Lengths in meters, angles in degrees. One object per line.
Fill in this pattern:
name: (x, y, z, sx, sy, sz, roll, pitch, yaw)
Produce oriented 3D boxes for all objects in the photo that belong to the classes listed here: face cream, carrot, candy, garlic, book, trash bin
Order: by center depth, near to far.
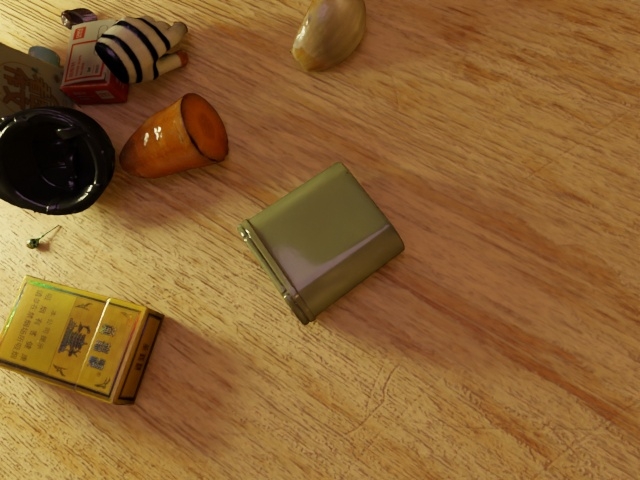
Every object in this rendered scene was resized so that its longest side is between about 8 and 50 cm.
trash bin: (0.000, 0.000, 1.067, 0.247, 0.121, 0.243, -34, 69, -3)
carrot: (-0.332, -0.201, 1.196, 0.224, 0.159, 0.159, -23, 69, 17)
garlic: (0.021, -0.497, 1.222, 0.164, 0.145, 0.245, 6, 69, 46)
book: (-0.695, -0.343, 1.228, 0.020, 0.295, 0.208, -21, 71, 31)
candy: (-0.630, -0.009, 1.252, 0.083, 0.023, 0.025, -35, 61, -11)
face cream: (-0.699, -0.357, 1.342, 0.075, 0.075, 0.230, 3, 74, 12)

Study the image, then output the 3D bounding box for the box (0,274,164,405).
box: (-0.494, 0.200, 1.123, 0.301, 0.084, 0.193, 12, 76, 15)

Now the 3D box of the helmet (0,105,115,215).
helmet: (-0.576, -0.184, 1.207, 0.278, 0.160, 0.231, -4, 113, 8)

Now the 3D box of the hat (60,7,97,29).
hat: (-0.619, -0.561, 1.412, 0.086, 0.042, 0.058, -7, 72, -27)

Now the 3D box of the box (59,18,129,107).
box: (-0.531, -0.424, 1.314, 0.133, 0.099, 0.182, 0, 73, 13)

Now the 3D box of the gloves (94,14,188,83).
gloves: (-0.394, -0.456, 1.261, 0.140, 0.131, 0.219, 39, 67, 10)
